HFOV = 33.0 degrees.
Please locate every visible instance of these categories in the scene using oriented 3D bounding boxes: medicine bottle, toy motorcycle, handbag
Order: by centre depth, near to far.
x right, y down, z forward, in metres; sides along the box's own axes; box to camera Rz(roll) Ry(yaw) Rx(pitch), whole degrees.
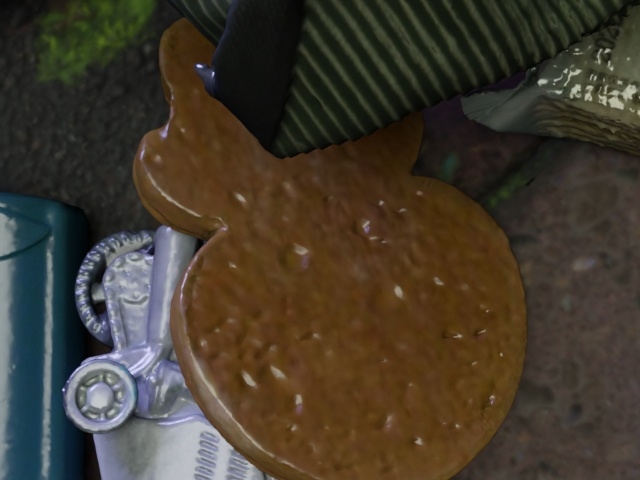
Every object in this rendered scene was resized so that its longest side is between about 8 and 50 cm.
[{"bbox_3d":[-0.004,-0.217,0.461,0.240,0.247,0.341,-31,117,12],"label":"handbag"},{"bbox_3d":[-0.046,0.111,0.601,0.170,0.110,0.260,-9,76,-7],"label":"toy motorcycle"},{"bbox_3d":[-0.199,0.079,0.635,0.124,0.079,0.258,-3,85,6],"label":"medicine bottle"}]

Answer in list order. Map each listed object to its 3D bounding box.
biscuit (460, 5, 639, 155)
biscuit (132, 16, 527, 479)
[{"bbox_3d":[0.249,-0.098,0.572,0.309,0.079,0.186,19,84,14],"label":"biscuit"},{"bbox_3d":[0.000,0.000,0.590,0.202,0.044,0.289,-22,74,-24],"label":"biscuit"}]
